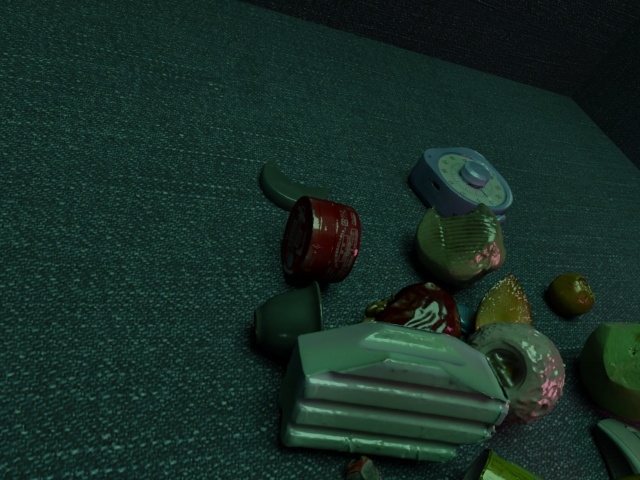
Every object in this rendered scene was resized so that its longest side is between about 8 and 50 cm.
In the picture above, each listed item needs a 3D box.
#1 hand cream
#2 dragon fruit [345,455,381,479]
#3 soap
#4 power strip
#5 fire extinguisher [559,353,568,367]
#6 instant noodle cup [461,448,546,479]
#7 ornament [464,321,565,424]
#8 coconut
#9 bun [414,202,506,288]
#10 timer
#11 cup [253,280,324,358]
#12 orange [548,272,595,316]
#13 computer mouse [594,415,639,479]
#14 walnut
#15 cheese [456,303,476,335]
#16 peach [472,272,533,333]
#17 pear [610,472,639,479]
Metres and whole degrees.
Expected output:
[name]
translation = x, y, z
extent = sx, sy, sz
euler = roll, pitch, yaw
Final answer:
[hand cream]
translation = 0.000, 0.000, 1.398
extent = 0.149, 0.230, 0.230
euler = 11, 44, -20
[dragon fruit]
translation = 0.085, 0.491, 1.080
extent = 0.083, 0.060, 0.056
euler = 54, 31, -13
[soap]
translation = 0.156, 0.318, 1.101
extent = 0.445, 0.262, 0.156
euler = 12, 25, -12
[power strip]
translation = -0.078, -0.157, 1.640
extent = 0.253, 0.054, 0.168
euler = 27, 43, -3
[fire extinguisher]
translation = 0.631, 0.291, 1.598
extent = 0.089, 0.072, 0.268
euler = -29, 67, -39
[instant noodle cup]
translation = 0.380, 0.549, 1.099
extent = 0.153, 0.205, 0.205
euler = 34, 40, 14
[ornament]
translation = 0.488, 0.333, 1.332
extent = 0.225, 0.259, 0.260
euler = 25, 30, -55
[coconut]
translation = 0.930, 0.383, 1.525
extent = 0.328, 0.282, 0.328
euler = 18, 27, -10
[bun]
translation = 0.444, 0.025, 1.650
extent = 0.205, 0.281, 0.282
euler = 47, 14, -55
[timer]
translation = 0.562, -0.199, 1.979
extent = 0.394, 0.173, 0.395
euler = 18, 41, -16
[cup]
translation = -0.078, 0.197, 1.208
extent = 0.149, 0.199, 0.199
euler = -2, 47, -9
[orange]
translation = 0.870, 0.185, 1.805
extent = 0.154, 0.134, 0.155
euler = 11, 47, -12
[computer mouse]
translation = 0.868, 0.622, 1.377
extent = 0.188, 0.122, 0.371
euler = 14, 40, -19
[walnut]
translation = 0.207, 0.230, 1.298
extent = 0.243, 0.222, 0.269
euler = 37, 50, 26
[cheese]
translation = 0.393, 0.214, 1.562
extent = 0.256, 0.037, 0.106
euler = 28, 40, -1
[peach]
translation = 0.527, 0.234, 1.530
extent = 0.188, 0.068, 0.280
euler = 16, 80, -14
[pear]
translation = 0.701, 0.674, 1.039
extent = 0.419, 0.362, 0.362
euler = 60, 40, -11
